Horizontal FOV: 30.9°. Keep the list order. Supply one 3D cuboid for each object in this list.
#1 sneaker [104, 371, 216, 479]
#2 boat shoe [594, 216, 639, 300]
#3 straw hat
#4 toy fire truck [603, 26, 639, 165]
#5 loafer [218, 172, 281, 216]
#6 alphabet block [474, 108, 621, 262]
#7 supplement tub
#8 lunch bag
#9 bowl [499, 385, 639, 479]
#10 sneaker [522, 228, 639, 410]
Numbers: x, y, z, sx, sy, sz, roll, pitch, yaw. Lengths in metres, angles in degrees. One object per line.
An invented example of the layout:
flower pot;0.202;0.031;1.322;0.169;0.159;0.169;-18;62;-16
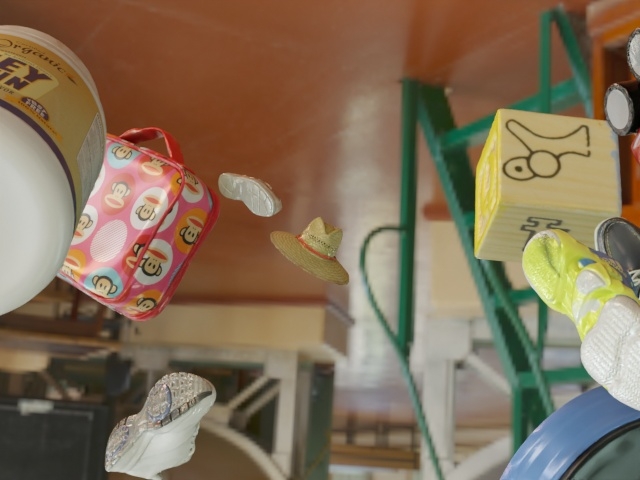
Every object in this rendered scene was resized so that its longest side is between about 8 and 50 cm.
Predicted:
sneaker;-0.270;0.337;2.092;0.129;0.111;0.297;27;131;-26
boat shoe;0.474;0.077;1.663;0.095;0.255;0.079;-24;169;8
straw hat;0.000;0.000;1.689;0.144;0.061;0.144;30;-165;-9
toy fire truck;0.420;-0.119;1.130;0.158;0.246;0.217;-11;146;-15
loafer;-0.087;-0.066;1.549;0.039;0.045;0.125;-14;-154;-37
alphabet block;0.367;-0.082;1.897;0.197;0.192;0.193;7;148;-1
supplement tub;-0.341;-0.084;1.174;0.228;0.228;0.316;4;-155;-4
lunch bag;-0.290;-0.047;1.663;0.293;0.258;0.120;26;174;40
bowl;0.407;0.392;1.641;0.391;0.391;0.077;12;-168;-33
sneaker;0.324;0.080;1.253;0.126;0.240;0.091;6;133;-43
